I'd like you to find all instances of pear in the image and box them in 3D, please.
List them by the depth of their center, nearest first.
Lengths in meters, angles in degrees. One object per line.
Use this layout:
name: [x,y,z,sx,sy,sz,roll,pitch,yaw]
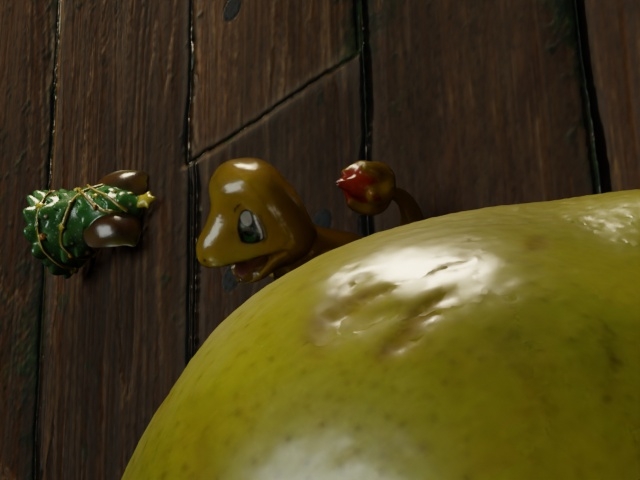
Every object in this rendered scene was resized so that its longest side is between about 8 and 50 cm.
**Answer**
pear: [0.078,0.163,0.909,0.418,0.362,0.362,-35,37,-7]

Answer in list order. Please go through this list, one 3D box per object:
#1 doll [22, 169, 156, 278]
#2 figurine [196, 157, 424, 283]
doll: [-0.192,-0.024,1.584,0.113,0.077,0.078,-32,39,37]
figurine: [0.001,-0.004,1.252,0.122,0.176,0.121,-56,38,-5]
